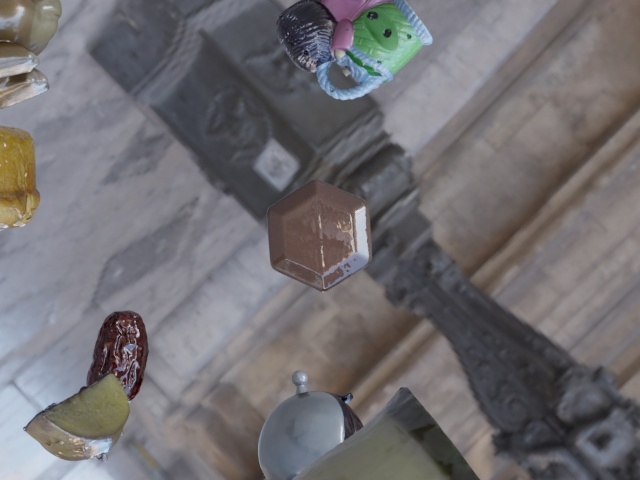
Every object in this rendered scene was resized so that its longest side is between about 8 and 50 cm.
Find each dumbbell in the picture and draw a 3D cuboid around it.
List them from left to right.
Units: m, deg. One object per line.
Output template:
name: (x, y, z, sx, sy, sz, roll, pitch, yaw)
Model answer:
dumbbell: (0.000, 0.000, 1.019, 0.082, 0.092, 0.231, -3, 178, 1)

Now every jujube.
jujube: (-0.271, 0.158, 1.584, 0.077, 0.077, 0.129, 65, 34, -80)

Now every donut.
donut: (-0.547, -0.090, 1.616, 0.317, 0.299, 0.150, -31, 124, -80)

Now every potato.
potato: (-0.286, 0.231, 1.385, 0.100, 0.089, 0.172, -39, 178, 18)

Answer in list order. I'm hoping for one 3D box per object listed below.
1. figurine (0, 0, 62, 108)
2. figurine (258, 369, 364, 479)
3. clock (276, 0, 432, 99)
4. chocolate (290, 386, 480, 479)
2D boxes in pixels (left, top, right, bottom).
figurine: (-0.406, -0.225, 1.267, 0.247, 0.173, 0.177, -23, 170, 15)
figurine: (-0.031, 0.396, 1.877, 0.281, 0.167, 0.370, -24, -135, 51)
clock: (0.045, -0.316, 1.790, 0.195, 0.194, 0.100, -34, 162, 4)
chocolate: (0.060, 0.341, 1.106, 0.297, 0.314, 0.326, -33, 161, 0)
